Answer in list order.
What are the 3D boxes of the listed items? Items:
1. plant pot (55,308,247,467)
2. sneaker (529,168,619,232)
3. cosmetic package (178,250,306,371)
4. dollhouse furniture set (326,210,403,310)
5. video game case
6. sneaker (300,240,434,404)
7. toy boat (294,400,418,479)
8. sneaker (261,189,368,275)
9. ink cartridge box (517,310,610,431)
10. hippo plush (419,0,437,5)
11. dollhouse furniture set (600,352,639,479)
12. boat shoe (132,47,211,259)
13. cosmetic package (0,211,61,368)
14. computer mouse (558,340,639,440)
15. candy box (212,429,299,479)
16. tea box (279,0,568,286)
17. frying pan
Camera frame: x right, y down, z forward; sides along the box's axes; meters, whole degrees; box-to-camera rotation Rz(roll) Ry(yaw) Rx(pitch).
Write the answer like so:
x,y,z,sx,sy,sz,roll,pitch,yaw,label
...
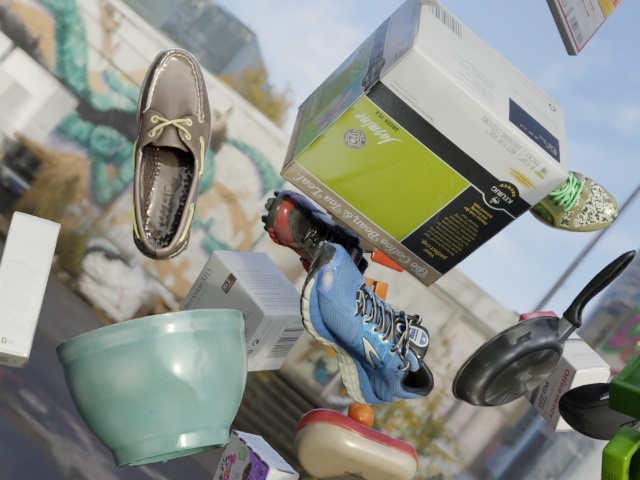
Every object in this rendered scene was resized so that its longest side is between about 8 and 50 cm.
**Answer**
x,y,z,sx,sy,sz,roll,pitch,yaw,label
-0.241,0.235,1.751,0.293,0.293,0.196,63,14,-78,plant pot
0.538,-0.126,2.691,0.410,0.158,0.182,24,0,-15,sneaker
-0.140,0.134,2.195,0.151,0.151,0.183,3,37,-51,cosmetic package
0.124,0.007,2.422,0.135,0.262,0.259,9,-6,32,dollhouse furniture set
0.542,-0.535,2.293,0.025,0.285,0.204,12,-38,47,video game case
0.080,0.118,1.650,0.147,0.129,0.330,-2,-40,29,sneaker
0.063,0.360,2.094,0.231,0.151,0.151,26,45,-24,toy boat
0.000,0.000,1.995,0.135,0.097,0.276,23,-13,33,sneaker
0.486,0.270,2.389,0.092,0.158,0.218,-2,30,-27,ink cartridge box
0.253,-0.499,1.676,0.234,0.237,0.294,34,-49,41,hippo plush
0.518,0.269,1.421,0.302,0.151,0.197,20,-56,40,dollhouse furniture set
-0.223,-0.132,1.709,0.117,0.324,0.097,8,-2,-9,boat shoe
-0.493,0.083,1.879,0.086,0.231,0.117,16,-20,-15,cosmetic package
0.475,0.229,1.721,0.262,0.060,0.184,-7,-58,24,computer mouse
-0.135,0.477,2.198,0.070,0.164,0.196,19,4,-28,candy box
0.168,-0.160,1.849,0.329,0.323,0.220,38,33,-19,tea box
0.342,0.154,1.715,0.053,0.326,0.197,58,-6,33,frying pan
